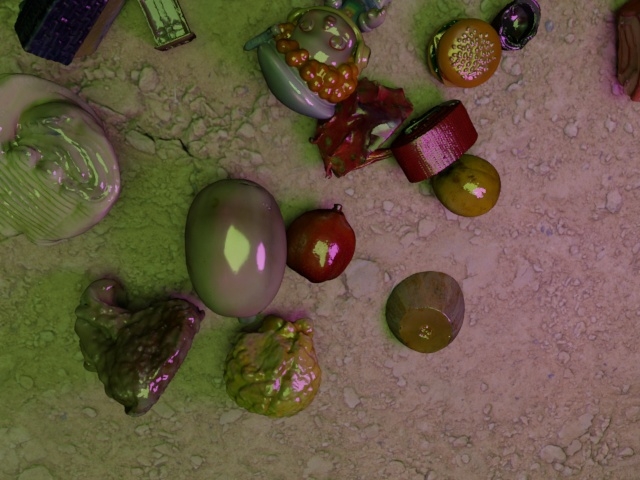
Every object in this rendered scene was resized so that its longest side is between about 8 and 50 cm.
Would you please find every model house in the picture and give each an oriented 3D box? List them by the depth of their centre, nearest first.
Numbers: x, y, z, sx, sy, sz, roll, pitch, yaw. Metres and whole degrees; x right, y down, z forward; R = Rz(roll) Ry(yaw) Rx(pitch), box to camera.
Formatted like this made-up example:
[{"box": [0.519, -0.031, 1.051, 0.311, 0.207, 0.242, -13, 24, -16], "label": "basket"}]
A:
[{"box": [-0.502, -0.448, 1.084, 0.170, 0.211, 0.194, 38, 108, -17], "label": "model house"}]

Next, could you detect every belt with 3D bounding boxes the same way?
[{"box": [0.256, -0.236, 1.312, 0.201, 0.128, 0.124, -37, 109, -9], "label": "belt"}]

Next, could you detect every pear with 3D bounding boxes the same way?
[{"box": [0.344, -0.131, 1.352, 0.162, 0.149, 0.148, 25, 101, -22], "label": "pear"}]

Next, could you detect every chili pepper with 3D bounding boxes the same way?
[{"box": [0.115, -0.200, 1.359, 0.178, 0.027, 0.045, -15, 112, -4], "label": "chili pepper"}]

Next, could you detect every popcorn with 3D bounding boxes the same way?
[{"box": [-0.104, 0.309, 1.383, 0.259, 0.259, 0.212, -15, 132, -5], "label": "popcorn"}]

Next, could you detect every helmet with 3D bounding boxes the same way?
[{"box": [0.435, -0.488, 1.305, 0.098, 0.070, 0.123, 39, 85, -24], "label": "helmet"}]

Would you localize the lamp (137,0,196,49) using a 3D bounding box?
[{"box": [-0.357, -0.553, 1.153, 0.090, 0.089, 0.325, -21, 107, -1], "label": "lamp"}]

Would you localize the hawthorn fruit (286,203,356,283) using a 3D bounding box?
[{"box": [0.000, 0.000, 1.332, 0.169, 0.169, 0.188, 16, 104, -13], "label": "hawthorn fruit"}]

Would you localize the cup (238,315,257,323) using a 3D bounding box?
[{"box": [-0.182, 0.152, 1.408, 0.055, 0.075, 0.083, 0, 114, 29], "label": "cup"}]

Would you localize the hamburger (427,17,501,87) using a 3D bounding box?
[{"box": [0.320, -0.418, 1.283, 0.162, 0.115, 0.162, -2, 107, -7], "label": "hamburger"}]

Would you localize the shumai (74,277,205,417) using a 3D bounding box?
[{"box": [-0.425, 0.214, 1.257, 0.262, 0.314, 0.267, 32, 111, -12], "label": "shumai"}]

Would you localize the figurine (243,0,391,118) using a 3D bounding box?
[{"box": [0.046, -0.419, 1.211, 0.382, 0.205, 0.224, -40, 84, -10], "label": "figurine"}]

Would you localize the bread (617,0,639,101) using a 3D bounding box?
[{"box": [0.761, -0.439, 1.317, 0.123, 0.190, 0.244, -11, 111, 8], "label": "bread"}]

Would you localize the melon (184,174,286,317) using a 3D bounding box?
[{"box": [-0.186, 0.014, 1.268, 0.223, 0.223, 0.316, -2, 96, -8], "label": "melon"}]

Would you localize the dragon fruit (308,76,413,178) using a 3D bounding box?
[{"box": [0.080, -0.272, 1.271, 0.161, 0.126, 0.274, 45, 86, -6], "label": "dragon fruit"}]

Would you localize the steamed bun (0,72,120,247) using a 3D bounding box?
[{"box": [-0.571, -0.176, 1.146, 0.352, 0.247, 0.339, -23, 125, 36], "label": "steamed bun"}]

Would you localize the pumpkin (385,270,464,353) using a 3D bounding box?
[{"box": [0.280, 0.199, 1.463, 0.218, 0.110, 0.217, -2, 111, -5], "label": "pumpkin"}]
